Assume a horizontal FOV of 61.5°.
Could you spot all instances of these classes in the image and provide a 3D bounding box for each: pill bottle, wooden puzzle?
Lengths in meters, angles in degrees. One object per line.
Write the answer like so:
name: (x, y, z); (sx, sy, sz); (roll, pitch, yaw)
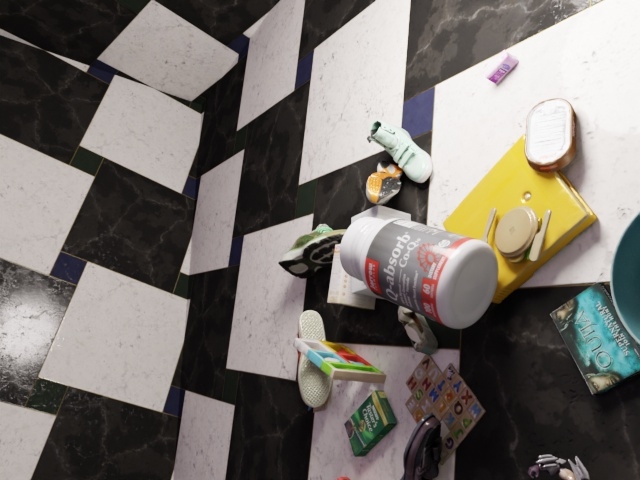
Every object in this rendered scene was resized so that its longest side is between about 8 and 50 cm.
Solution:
pill bottle: (0.228, 0.062, 1.327); (0.363, 0.210, 0.210); (20, 95, 48)
wooden puzzle: (-0.004, 0.548, 1.841); (0.116, 0.014, 0.079); (-25, 53, 52)

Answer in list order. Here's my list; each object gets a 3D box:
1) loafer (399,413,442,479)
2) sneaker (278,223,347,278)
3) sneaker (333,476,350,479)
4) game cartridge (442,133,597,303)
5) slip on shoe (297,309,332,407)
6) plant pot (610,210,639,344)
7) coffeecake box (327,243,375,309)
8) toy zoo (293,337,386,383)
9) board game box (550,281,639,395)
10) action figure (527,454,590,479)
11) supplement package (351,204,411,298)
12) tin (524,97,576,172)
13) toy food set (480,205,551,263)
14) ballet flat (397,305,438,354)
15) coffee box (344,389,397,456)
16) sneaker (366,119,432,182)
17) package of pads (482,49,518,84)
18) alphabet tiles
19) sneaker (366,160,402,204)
loafer: (0.258, 0.573, 1.330); (0.095, 0.109, 0.303); (29, 115, 41)
sneaker: (0.000, 0.000, 1.941); (0.410, 0.158, 0.182); (-21, 43, 48)
sneaker: (0.093, 0.733, 1.536); (0.270, 0.090, 0.145); (-57, 38, 33)
game cartridge: (0.457, -0.046, 1.297); (0.324, 0.052, 0.285); (-54, 38, 36)
slip on shoe: (-0.028, 0.409, 1.853); (0.101, 0.123, 0.331); (109, 157, -57)
plant pot: (0.635, 0.066, 0.817); (0.290, 0.195, 0.290); (-28, 55, 50)
coffeecake box: (0.108, 0.115, 1.699); (0.068, 0.142, 0.186); (-6, 73, 57)
toy zoo: (0.043, 0.361, 1.663); (0.293, 0.192, 0.030); (23, 98, 59)
board game box: (0.550, 0.194, 1.068); (0.126, 0.026, 0.186); (-49, 41, 37)
action figure: (0.438, 0.528, 1.056); (0.285, 0.099, 0.185); (-36, 44, 43)
supplement package: (0.183, 0.039, 1.616); (0.139, 0.133, 0.244); (-26, 57, 52)
tin: (0.520, -0.241, 1.222); (0.106, 0.040, 0.190); (-8, 58, 39)
toy food set: (0.448, -0.013, 1.223); (0.192, 0.038, 0.132); (15, 86, 66)
ballet flat: (0.254, 0.225, 1.493); (0.072, 0.068, 0.213); (-59, 35, 26)
coffee box: (0.143, 0.536, 1.579); (0.184, 0.040, 0.113); (-55, 37, 31)
sneaker: (0.232, -0.273, 1.642); (0.094, 0.151, 0.256); (-56, 38, 28)
package of pads: (0.474, -0.457, 1.419); (0.083, 0.050, 0.032); (-46, 42, 39)
alphabet tiles: (0.305, 0.417, 1.395); (0.198, 0.009, 0.237); (-62, 34, 23)
sneaker: (0.190, -0.149, 1.653); (0.262, 0.099, 0.121); (-52, -18, -59)
